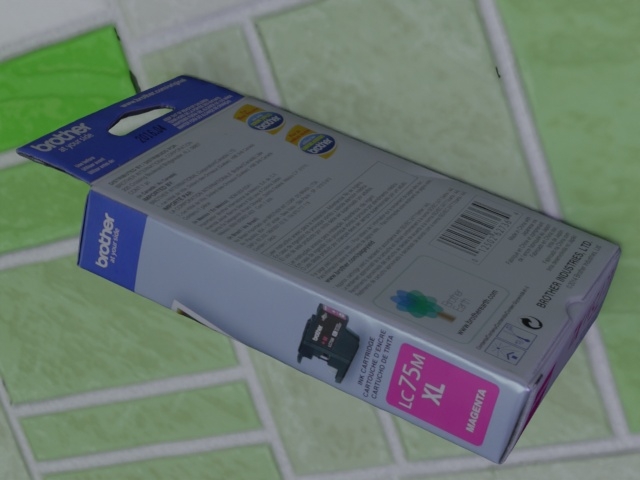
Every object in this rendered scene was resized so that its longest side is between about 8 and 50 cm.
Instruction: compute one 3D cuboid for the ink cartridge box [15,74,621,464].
[{"bbox_3d":[0.000,0.000,0.774,0.311,0.186,0.065,25,121,16],"label":"ink cartridge box"}]
